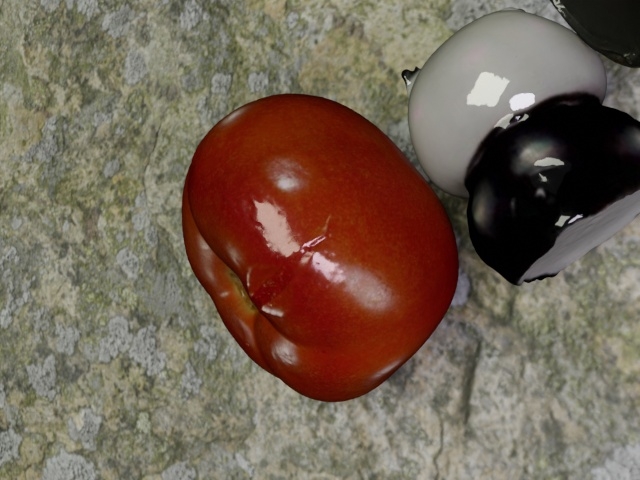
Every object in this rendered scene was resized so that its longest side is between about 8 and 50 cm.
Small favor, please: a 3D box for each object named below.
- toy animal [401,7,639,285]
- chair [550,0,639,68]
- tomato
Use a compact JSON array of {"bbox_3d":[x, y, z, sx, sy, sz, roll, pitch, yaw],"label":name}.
[{"bbox_3d":[0.184,-0.093,0.724,0.187,0.165,0.235,-39,63,19],"label":"toy animal"},{"bbox_3d":[0.345,-0.330,0.577,0.401,0.226,0.226,-34,66,6],"label":"chair"},{"bbox_3d":[0.000,0.000,0.778,0.226,0.299,0.298,-36,57,-23],"label":"tomato"}]
